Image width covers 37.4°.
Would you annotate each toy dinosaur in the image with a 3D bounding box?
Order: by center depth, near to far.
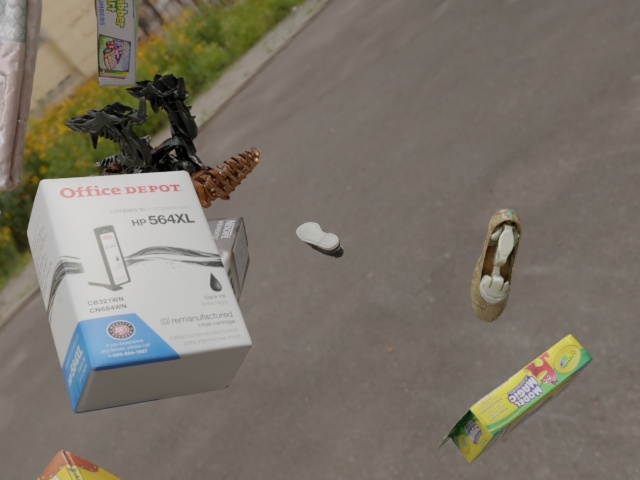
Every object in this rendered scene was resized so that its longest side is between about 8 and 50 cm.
[{"bbox_3d":[-0.208,-0.101,1.274,0.322,0.218,0.164,-13,21,20],"label":"toy dinosaur"}]

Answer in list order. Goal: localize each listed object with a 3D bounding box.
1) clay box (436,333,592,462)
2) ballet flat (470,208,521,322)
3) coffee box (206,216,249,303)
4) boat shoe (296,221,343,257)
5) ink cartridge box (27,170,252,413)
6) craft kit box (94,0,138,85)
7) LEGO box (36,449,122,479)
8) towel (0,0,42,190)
[{"bbox_3d":[0.266,0.229,1.314,0.222,0.053,0.127,-33,-21,-21],"label":"clay box"},{"bbox_3d":[0.307,0.046,1.654,0.073,0.206,0.067,7,6,2],"label":"ballet flat"},{"bbox_3d":[-0.210,0.059,1.654,0.141,0.098,0.246,-4,27,7],"label":"coffee box"},{"bbox_3d":[0.000,0.000,1.800,0.046,0.038,0.125,-46,38,-18],"label":"boat shoe"},{"bbox_3d":[-0.169,0.040,0.860,0.148,0.203,0.086,-6,-34,-30],"label":"ink cartridge box"},{"bbox_3d":[-0.277,-0.373,1.282,0.061,0.246,0.250,1,35,-11],"label":"craft kit box"},{"bbox_3d":[-0.241,0.560,1.396,0.193,0.372,0.500,-55,27,-6],"label":"LEGO box"},{"bbox_3d":[-0.557,-0.263,1.375,0.332,0.316,0.053,19,16,22],"label":"towel"}]
